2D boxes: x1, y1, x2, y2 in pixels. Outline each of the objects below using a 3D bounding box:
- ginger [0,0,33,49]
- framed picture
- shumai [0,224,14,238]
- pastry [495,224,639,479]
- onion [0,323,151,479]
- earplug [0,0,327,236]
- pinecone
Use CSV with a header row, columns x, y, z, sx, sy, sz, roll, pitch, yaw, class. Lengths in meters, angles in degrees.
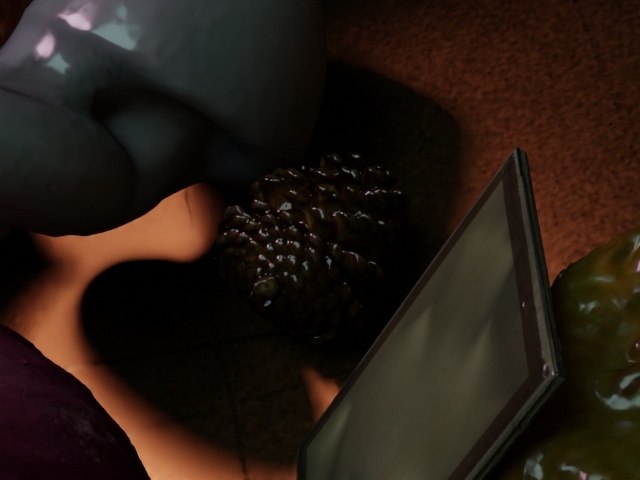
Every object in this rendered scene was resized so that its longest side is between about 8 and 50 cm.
x,y,z,sx,sy,sz,roll,pitch,yaw,class
-0.135,-0.294,1.284,0.418,0.176,0.254,-52,57,23,ginger
0.045,0.086,0.956,0.231,0.010,0.173,-55,22,33,framed picture
-0.260,-0.013,1.269,0.116,0.145,0.145,-21,46,-12,shumai
0.191,0.088,0.909,0.240,0.132,0.235,7,54,27,pastry
-0.255,0.197,0.981,0.358,0.345,0.358,0,91,15,onion
-0.150,-0.088,1.138,0.326,0.175,0.214,-14,7,-17,earplug
0.002,0.000,1.102,0.109,0.102,0.102,-39,46,-13,pinecone
